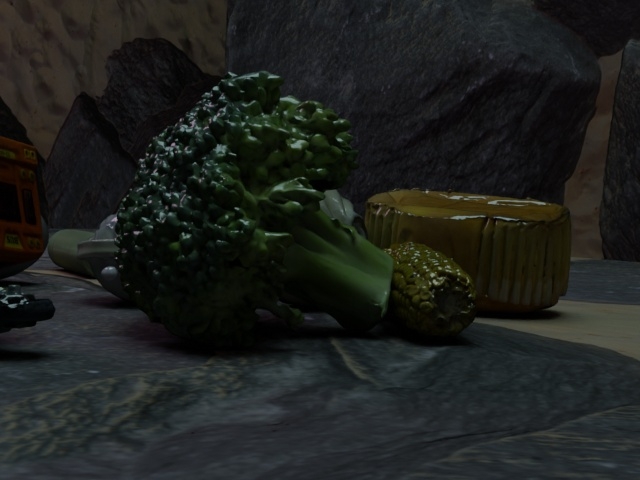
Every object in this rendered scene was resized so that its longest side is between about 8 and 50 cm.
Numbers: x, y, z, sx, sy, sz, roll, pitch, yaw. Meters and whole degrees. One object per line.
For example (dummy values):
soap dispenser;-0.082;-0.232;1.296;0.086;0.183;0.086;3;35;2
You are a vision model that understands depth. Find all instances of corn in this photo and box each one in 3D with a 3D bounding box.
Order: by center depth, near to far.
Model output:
corn;0.112;0.051;1.150;0.106;0.106;0.293;2;2;-7

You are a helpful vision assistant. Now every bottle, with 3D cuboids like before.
bottle;-0.395;0.020;1.694;0.072;0.072;0.201;1;3;-30

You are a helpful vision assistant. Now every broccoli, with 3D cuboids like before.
broccoli;-0.076;-0.029;1.070;0.317;0.277;0.338;26;-5;-40

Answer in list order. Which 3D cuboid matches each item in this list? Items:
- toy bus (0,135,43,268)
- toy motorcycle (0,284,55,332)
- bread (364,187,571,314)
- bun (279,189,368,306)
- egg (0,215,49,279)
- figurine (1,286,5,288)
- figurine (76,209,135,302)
toy bus;-0.435;-0.012;0.954;0.329;0.153;0.143;-13;-8;14
toy motorcycle;-0.345;0.059;0.836;0.225;0.073;0.152;0;-2;-38
bread;0.195;0.021;1.388;0.288;0.156;0.204;6;11;17
bun;0.000;0.000;1.322;0.120;0.172;0.173;-10;-4;30
egg;-0.495;-0.012;1.464;0.199;0.146;0.146;7;2;-2
figurine;-0.444;0.043;1.098;0.178;0.109;0.129;3;-24;27
figurine;-0.217;0.008;1.319;0.163;0.141;0.237;-2;1;25
